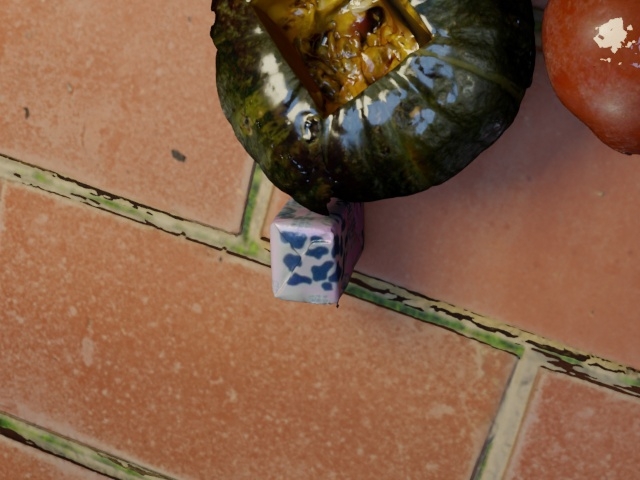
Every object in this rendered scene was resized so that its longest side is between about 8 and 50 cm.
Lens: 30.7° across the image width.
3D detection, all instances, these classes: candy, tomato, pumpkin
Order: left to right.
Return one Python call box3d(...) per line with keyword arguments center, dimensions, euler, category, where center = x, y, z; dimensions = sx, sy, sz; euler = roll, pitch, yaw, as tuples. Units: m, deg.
box3d(center=(0.000, 0.000, 1.209), dimensions=(0.073, 0.160, 0.092), euler=(4, 111, 12), category="candy")
box3d(center=(0.043, -0.188, 1.109), dimensions=(0.320, 0.192, 0.320), euler=(-2, 84, 18), category="pumpkin")
box3d(center=(0.307, -0.181, 1.037), dimensions=(0.184, 0.208, 0.208), euler=(-28, 96, 41), category="tomato")
